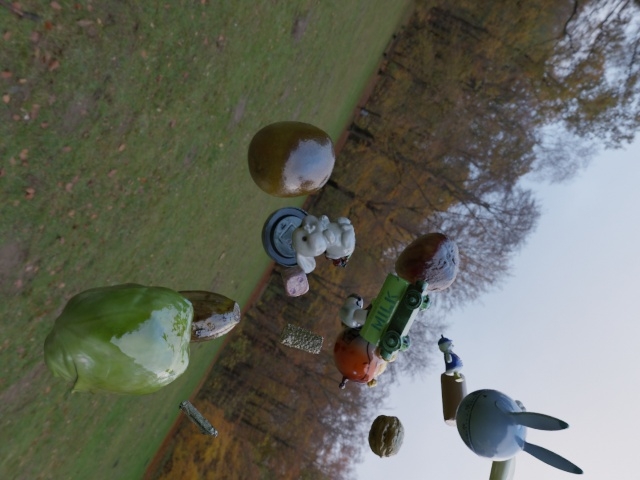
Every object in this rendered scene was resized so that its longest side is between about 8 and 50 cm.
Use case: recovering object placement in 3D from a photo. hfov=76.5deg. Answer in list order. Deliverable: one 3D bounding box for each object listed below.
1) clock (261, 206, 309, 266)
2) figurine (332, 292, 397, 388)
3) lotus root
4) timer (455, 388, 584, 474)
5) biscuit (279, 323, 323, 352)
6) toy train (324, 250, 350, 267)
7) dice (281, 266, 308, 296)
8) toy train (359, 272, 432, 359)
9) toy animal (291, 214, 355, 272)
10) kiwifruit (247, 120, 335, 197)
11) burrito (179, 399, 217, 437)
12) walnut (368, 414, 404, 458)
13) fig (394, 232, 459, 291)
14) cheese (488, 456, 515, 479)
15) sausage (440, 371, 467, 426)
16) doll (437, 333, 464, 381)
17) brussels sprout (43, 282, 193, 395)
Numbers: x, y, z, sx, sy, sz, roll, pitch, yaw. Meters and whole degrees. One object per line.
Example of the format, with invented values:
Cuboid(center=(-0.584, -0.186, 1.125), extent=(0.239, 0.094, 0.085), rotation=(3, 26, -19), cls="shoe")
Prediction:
Cuboid(center=(-0.116, -0.015, 1.527), extent=(0.049, 0.226, 0.226), rotation=(4, -119, 57), cls="clock")
Cuboid(center=(0.146, 0.382, 1.497), extent=(0.320, 0.196, 0.323), rotation=(24, -63, 60), cls="figurine")
Cuboid(center=(-0.426, 0.260, 1.408), extent=(0.193, 0.291, 0.193), rotation=(-177, -90, -81), cls="lotus root")
Cuboid(center=(0.444, 0.423, 0.939), extent=(0.256, 0.175, 0.175), rotation=(-17, -150, 33), cls="timer")
Cuboid(center=(-0.074, 0.377, 1.547), extent=(0.070, 0.169, 0.082), rotation=(167, -55, -81), cls="biscuit")
Cuboid(center=(0.047, 0.031, 1.418), extent=(0.087, 0.138, 0.050), rotation=(-50, 177, -2), cls="toy train")
Cuboid(center=(-0.101, 0.161, 1.606), extent=(0.093, 0.091, 0.094), rotation=(-131, -154, -72), cls="dice")
Cuboid(center=(0.214, 0.213, 1.200), extent=(0.105, 0.157, 0.253), rotation=(19, 98, -57), cls="toy train")
Cuboid(center=(0.006, 0.005, 1.290), extent=(0.178, 0.193, 0.127), rotation=(90, -18, -50), cls="toy animal")
Cuboid(center=(-0.067, -0.209, 1.047), extent=(0.234, 0.196, 0.196), rotation=(-16, 154, -33), cls="kiwifruit")
Cuboid(center=(-0.423, 0.616, 1.401), extent=(0.042, 0.171, 0.051), rotation=(-39, 160, -33), cls="burrito")
Cuboid(center=(0.290, 0.869, 1.796), extent=(0.184, 0.155, 0.155), rotation=(-59, -179, -40), cls="walnut")
Cuboid(center=(0.424, 0.092, 1.606), extent=(0.263, 0.224, 0.224), rotation=(-36, -170, 17), cls="fig")
Cuboid(center=(0.540, 0.630, 1.193), extent=(0.127, 0.054, 0.251), rotation=(-21, 115, -49), cls="cheese")
Cuboid(center=(0.624, 0.740, 1.887), extent=(0.123, 0.123, 0.252), rotation=(-59, -171, 38), cls="sausage")
Cuboid(center=(0.384, 0.345, 1.204), extent=(0.058, 0.099, 0.142), rotation=(-25, -127, 16), cls="doll")
Cuboid(center=(-0.442, 0.222, 0.937), extent=(0.328, 0.328, 0.247), rotation=(122, -19, -46), cls="brussels sprout")
